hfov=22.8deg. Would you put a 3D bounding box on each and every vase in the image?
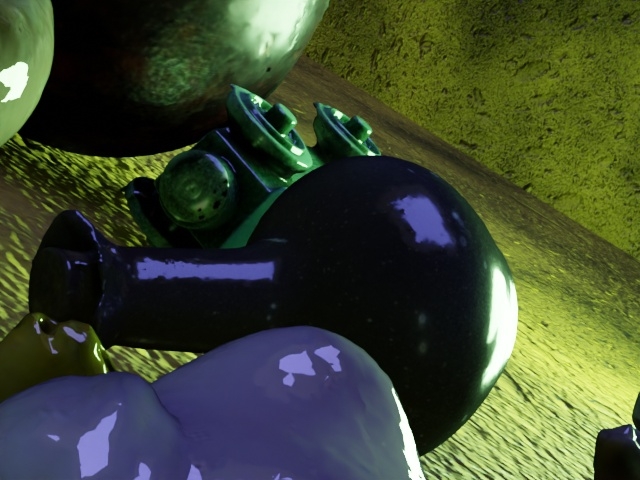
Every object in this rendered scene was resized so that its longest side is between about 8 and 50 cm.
[{"bbox_3d":[-0.018,0.023,0.586,0.183,0.120,0.120,6,20,-33],"label":"vase"}]

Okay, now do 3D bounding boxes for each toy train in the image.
[{"bbox_3d":[0.000,0.000,0.851,0.159,0.101,0.248,47,14,14],"label":"toy train"}]

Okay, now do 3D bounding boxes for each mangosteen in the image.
[{"bbox_3d":[-0.129,-0.181,0.897,0.288,0.288,0.288,28,9,-5],"label":"mangosteen"}]

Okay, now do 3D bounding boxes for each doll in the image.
[{"bbox_3d":[0.014,0.097,0.281,0.160,0.094,0.365,33,7,-24],"label":"doll"}]

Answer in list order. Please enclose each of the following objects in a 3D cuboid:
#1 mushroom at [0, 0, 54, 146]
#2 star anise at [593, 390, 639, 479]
[{"bbox_3d":[-0.171,-0.126,0.557,0.207,0.215,0.207,35,20,-14],"label":"mushroom"},{"bbox_3d":[0.204,0.140,0.594,0.223,0.109,0.236,23,24,16],"label":"star anise"}]
